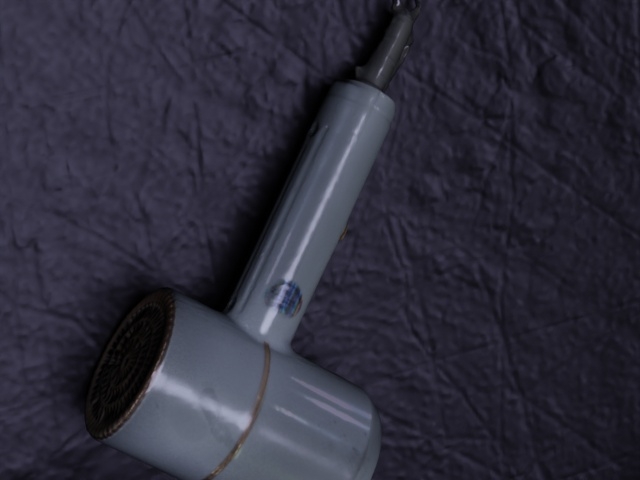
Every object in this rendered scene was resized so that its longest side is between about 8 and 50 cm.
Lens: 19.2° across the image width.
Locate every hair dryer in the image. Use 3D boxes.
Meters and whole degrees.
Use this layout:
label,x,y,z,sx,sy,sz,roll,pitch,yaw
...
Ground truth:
label,x,y,z,sx,sy,sz,roll,pitch,yaw
hair dryer,0.000,0.000,1.234,0.173,0.107,0.357,29,82,-24
